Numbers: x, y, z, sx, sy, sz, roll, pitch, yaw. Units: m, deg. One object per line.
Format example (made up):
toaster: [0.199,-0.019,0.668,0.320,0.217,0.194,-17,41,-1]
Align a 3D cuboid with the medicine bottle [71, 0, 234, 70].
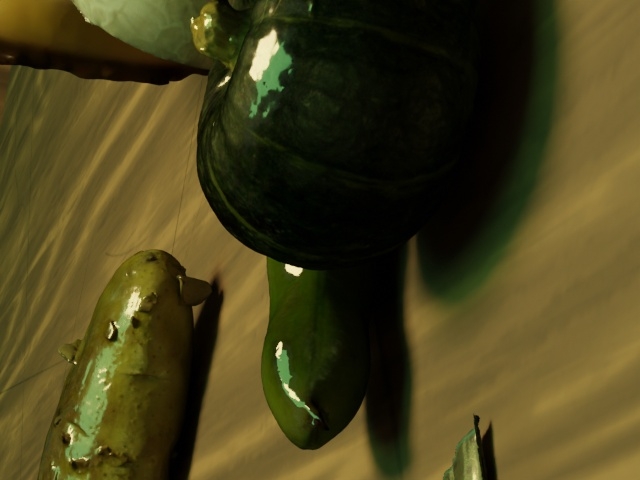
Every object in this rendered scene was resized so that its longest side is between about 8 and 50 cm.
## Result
medicine bottle: [-0.069,-0.195,1.133,0.147,0.147,0.143,-104,33,-58]

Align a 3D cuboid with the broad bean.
broad bean: [0.001,-0.010,0.935,0.318,0.056,0.098,-90,5,-57]

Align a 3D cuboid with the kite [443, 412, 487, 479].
kite: [0.030,0.233,0.725,0.314,0.011,0.335,-150,73,-74]

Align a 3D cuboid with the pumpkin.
pumpkin: [0.006,-0.069,0.810,0.167,0.125,0.167,0,-90,-89]

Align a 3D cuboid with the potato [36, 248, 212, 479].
potato: [-0.137,0.114,1.268,0.117,0.090,0.225,32,108,58]

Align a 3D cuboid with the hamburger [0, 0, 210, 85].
hamburger: [-0.188,-0.234,1.306,0.261,0.303,0.186,35,119,51]
